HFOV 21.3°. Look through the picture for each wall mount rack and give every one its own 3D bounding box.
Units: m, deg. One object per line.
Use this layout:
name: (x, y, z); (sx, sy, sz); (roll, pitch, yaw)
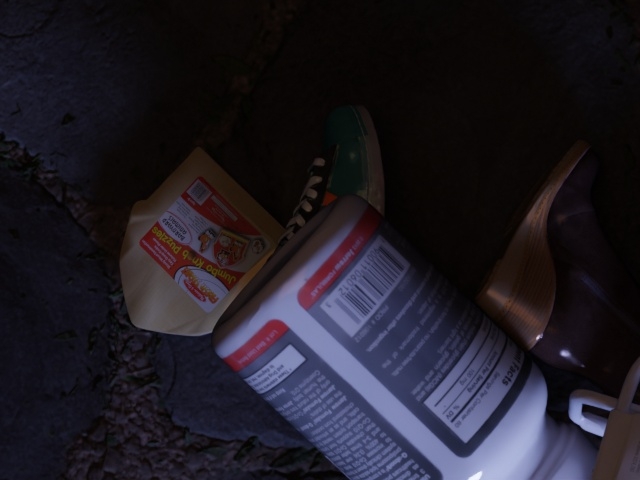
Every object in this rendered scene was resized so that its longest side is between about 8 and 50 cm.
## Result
wall mount rack: (0.336, 0.277, 1.502); (0.304, 0.130, 0.350); (17, 71, 14)

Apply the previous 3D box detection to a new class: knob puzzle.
knob puzzle: (-0.140, 0.023, 1.897); (0.213, 0.030, 0.213); (-3, 78, 15)

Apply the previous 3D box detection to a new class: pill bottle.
pill bottle: (0.087, 0.146, 1.658); (0.363, 0.210, 0.210); (44, 94, -5)

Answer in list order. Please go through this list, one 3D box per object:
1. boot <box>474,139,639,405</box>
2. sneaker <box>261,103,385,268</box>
boot: (0.286, 0.036, 1.744); (0.207, 0.090, 0.248); (33, 60, -3)
sneaker: (0.000, 0.000, 1.802); (0.121, 0.108, 0.302); (3, 80, -9)
